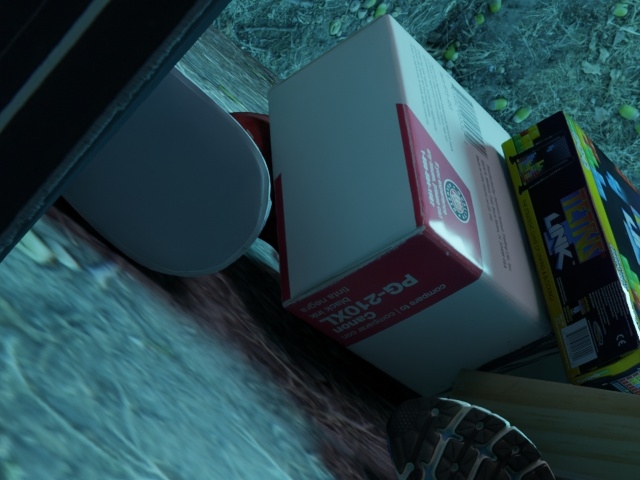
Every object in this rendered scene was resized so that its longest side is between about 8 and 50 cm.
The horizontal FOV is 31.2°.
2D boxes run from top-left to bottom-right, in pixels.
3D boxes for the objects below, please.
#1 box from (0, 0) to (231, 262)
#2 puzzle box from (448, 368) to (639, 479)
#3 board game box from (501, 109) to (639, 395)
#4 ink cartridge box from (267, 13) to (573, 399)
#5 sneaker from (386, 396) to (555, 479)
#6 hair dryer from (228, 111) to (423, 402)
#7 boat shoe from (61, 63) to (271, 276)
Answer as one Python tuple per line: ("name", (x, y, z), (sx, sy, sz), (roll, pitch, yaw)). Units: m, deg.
("box", (-0.126, -0.191, 0.365), (0.294, 0.296, 0.183), (41, 7, -10))
("puzzle box", (0.289, 0.154, 0.562), (0.272, 0.052, 0.409), (32, -18, -35))
("board game box", (0.178, 0.026, 0.685), (0.141, 0.048, 0.170), (33, 37, -42))
("ink cartridge box", (0.082, 0.005, 0.706), (0.237, 0.100, 0.172), (36, 35, -39))
("sneaker", (0.087, 0.134, 0.557), (0.162, 0.063, 0.073), (43, -12, -18))
("hair dryer", (0.000, 0.000, 0.739), (0.293, 0.080, 0.223), (35, 10, -40))
("boat shoe", (-0.142, -0.112, 0.544), (0.306, 0.113, 0.105), (42, 0, -16))
